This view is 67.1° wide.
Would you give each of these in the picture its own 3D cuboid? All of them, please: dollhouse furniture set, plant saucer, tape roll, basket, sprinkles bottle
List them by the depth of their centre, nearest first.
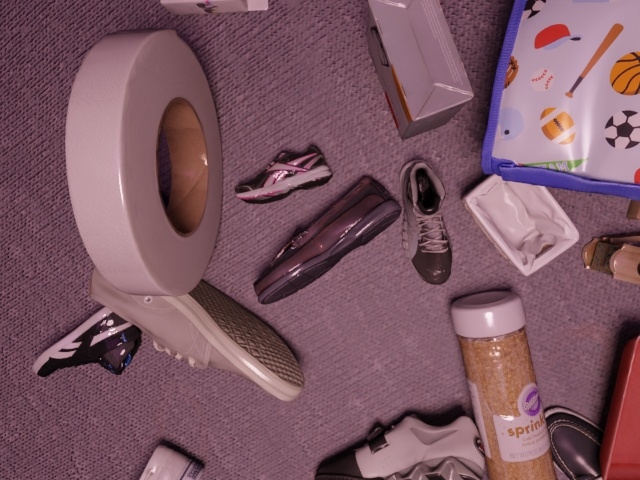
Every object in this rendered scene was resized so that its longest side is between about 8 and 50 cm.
[{"bbox_3d":[-0.237,-0.110,0.732,0.072,0.392,0.392,2,95,6],"label":"tape roll"},{"bbox_3d":[0.519,-0.009,0.766,0.101,0.182,0.161,14,96,5],"label":"dollhouse furniture set"},{"bbox_3d":[0.590,0.284,0.819,0.259,0.048,0.259,8,96,-16],"label":"plant saucer"},{"bbox_3d":[0.330,-0.041,0.823,0.113,0.103,0.167,-38,90,8],"label":"basket"},{"bbox_3d":[0.321,0.272,0.842,0.121,0.121,0.356,-13,94,7],"label":"sprinkles bottle"}]

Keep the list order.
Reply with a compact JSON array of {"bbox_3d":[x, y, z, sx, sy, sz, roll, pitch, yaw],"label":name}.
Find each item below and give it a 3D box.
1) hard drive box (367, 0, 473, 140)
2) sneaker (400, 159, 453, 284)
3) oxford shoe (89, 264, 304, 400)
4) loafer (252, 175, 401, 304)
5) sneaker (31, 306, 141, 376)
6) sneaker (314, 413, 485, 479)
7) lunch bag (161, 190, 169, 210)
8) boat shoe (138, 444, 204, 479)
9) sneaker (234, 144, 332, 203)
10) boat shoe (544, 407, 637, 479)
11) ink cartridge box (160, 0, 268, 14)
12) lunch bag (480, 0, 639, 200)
[{"bbox_3d":[0.146,-0.268,0.757,0.089,0.232,0.181,-21,92,8],"label":"hard drive box"},{"bbox_3d":[0.180,-0.027,0.824,0.086,0.132,0.229,-13,93,7],"label":"sneaker"},{"bbox_3d":[-0.228,0.156,0.867,0.449,0.169,0.130,31,94,10],"label":"oxford shoe"},{"bbox_3d":[0.000,0.000,0.872,0.302,0.109,0.095,-34,72,1],"label":"loafer"},{"bbox_3d":[-0.445,0.228,0.935,0.217,0.079,0.121,-38,89,6],"label":"sneaker"},{"bbox_3d":[0.143,0.400,0.885,0.330,0.146,0.122,-20,119,28],"label":"sneaker"},{"bbox_3d":[-0.333,-0.049,0.907,0.098,0.065,0.067,-39,90,7],"label":"lunch bag"},{"bbox_3d":[-0.390,0.552,0.930,0.156,0.136,0.367,35,94,2],"label":"boat shoe"},{"bbox_3d":[-0.071,-0.121,0.883,0.178,0.072,0.077,-16,81,-1],"label":"sneaker"},{"bbox_3d":[0.511,0.426,0.850,0.302,0.091,0.114,42,97,1],"label":"boat shoe"},{"bbox_3d":[-0.188,-0.467,0.859,0.181,0.061,0.104,0,95,5],"label":"ink cartridge box"},{"bbox_3d":[0.429,-0.243,0.668,0.327,0.239,0.386,14,81,30],"label":"lunch bag"}]
